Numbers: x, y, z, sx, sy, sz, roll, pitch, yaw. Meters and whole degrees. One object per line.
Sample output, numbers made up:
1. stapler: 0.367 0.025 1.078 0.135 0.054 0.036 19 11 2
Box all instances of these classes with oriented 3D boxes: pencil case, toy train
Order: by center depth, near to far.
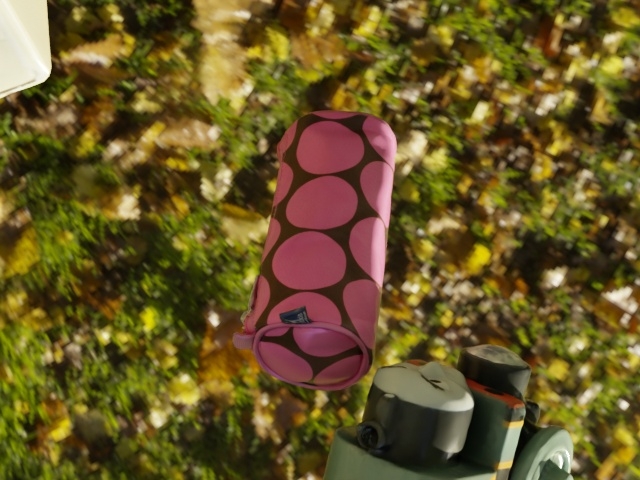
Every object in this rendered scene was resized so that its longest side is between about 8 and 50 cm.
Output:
1. toy train: 0.062 0.234 0.944 0.190 0.142 0.334 3 105 -53
2. pencil case: 0.000 0.000 0.994 0.098 0.209 0.095 5 141 5

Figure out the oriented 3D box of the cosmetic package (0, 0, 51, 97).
1. cosmetic package: -0.175 -0.183 0.439 0.113 0.309 0.160 -19 138 6
